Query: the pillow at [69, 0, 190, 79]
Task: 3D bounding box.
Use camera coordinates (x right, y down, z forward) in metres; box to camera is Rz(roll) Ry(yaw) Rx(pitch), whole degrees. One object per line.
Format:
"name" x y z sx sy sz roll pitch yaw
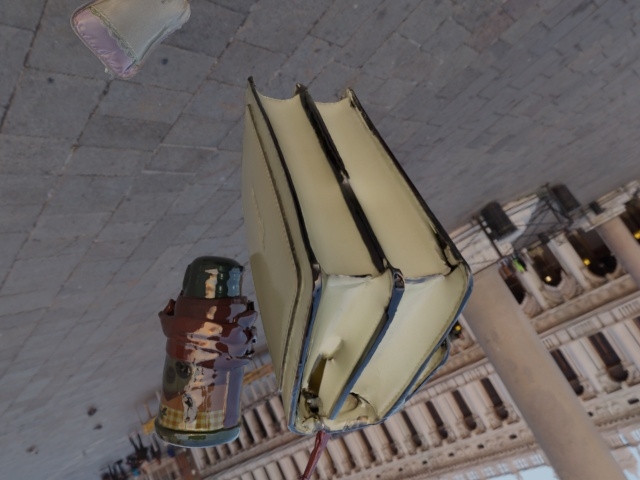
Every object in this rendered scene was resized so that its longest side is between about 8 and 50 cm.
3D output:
"pillow" -0.319 -0.393 0.816 0.038 0.131 0.233 6 -125 43

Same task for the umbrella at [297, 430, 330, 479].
"umbrella" 0.000 0.362 0.837 0.027 0.025 0.165 86 28 -53

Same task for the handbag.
"handbag" 0.000 0.000 0.535 0.160 0.359 0.237 2 132 -20

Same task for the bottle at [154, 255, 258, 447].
"bottle" -0.176 0.159 0.715 0.156 0.271 0.143 5 176 -4
